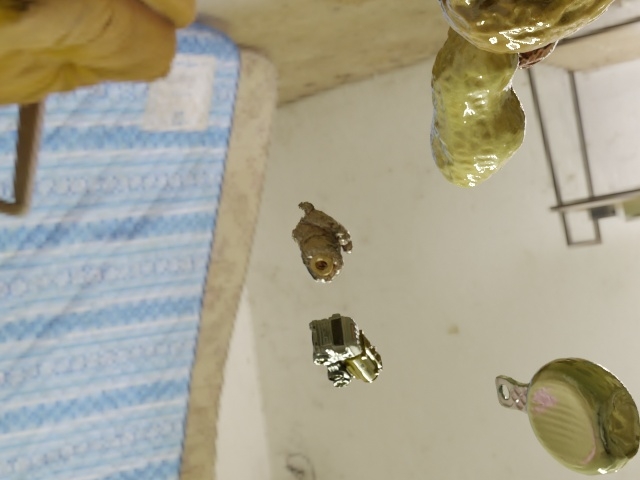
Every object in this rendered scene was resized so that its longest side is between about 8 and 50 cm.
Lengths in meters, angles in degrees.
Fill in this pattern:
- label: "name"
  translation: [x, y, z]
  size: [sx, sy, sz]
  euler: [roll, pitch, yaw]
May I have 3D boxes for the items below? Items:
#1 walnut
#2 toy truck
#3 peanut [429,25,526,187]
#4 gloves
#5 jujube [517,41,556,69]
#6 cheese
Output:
- label: "walnut"
  translation: [0.255, -0.350, 1.355]
  size: [0.257, 0.225, 0.257]
  euler: [-25, -174, 3]
- label: "toy truck"
  translation: [0.031, 0.131, 1.330]
  size: [0.062, 0.052, 0.123]
  euler: [-15, 149, 12]
- label: "peanut"
  translation: [0.235, -0.197, 1.648]
  size: [0.147, 0.148, 0.319]
  euler: [-8, 142, -4]
- label: "gloves"
  translation: [0.005, 0.008, 1.863]
  size: [0.094, 0.144, 0.110]
  euler: [-31, 133, 15]
- label: "jujube"
  translation: [0.300, -0.350, 1.826]
  size: [0.168, 0.168, 0.236]
  euler: [-13, -160, 46]
- label: "cheese"
  translation: [0.281, 0.199, 1.327]
  size: [0.064, 0.137, 0.227]
  euler: [-14, -169, -28]
